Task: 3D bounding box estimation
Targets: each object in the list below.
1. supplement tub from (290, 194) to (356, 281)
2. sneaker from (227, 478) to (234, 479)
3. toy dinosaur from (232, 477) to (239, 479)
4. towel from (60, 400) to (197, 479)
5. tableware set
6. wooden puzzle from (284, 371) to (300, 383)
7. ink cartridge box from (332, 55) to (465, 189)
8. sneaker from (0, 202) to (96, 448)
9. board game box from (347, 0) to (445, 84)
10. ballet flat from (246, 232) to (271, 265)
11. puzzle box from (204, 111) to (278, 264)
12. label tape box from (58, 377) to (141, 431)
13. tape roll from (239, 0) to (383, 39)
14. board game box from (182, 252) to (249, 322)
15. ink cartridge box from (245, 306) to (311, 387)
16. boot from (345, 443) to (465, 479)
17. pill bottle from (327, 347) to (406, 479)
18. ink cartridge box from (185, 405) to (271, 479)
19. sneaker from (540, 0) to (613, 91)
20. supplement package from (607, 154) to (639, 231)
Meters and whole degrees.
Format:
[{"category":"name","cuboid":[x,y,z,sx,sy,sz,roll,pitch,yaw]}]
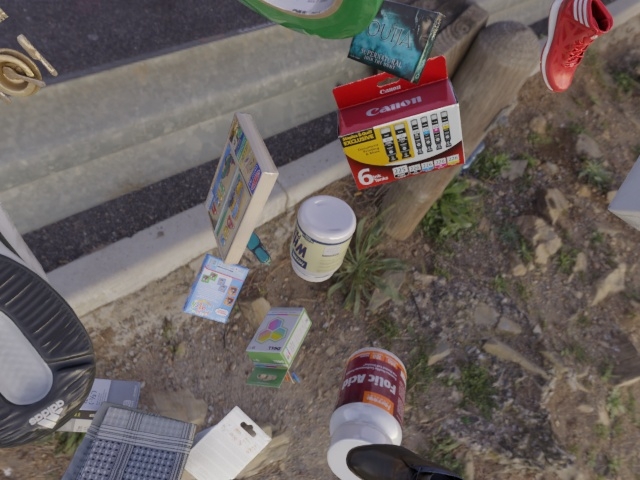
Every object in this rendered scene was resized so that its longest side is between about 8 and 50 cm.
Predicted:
[{"category":"supplement tub","cuboid":[0.000,0.000,1.774,0.235,0.325,0.235,7,49,-8]},{"category":"sneaker","cuboid":[-0.175,0.508,0.576,0.178,0.124,0.295,38,74,24]},{"category":"toy dinosaur","cuboid":[-0.122,0.560,0.816,0.064,0.268,0.118,-37,106,-25]},{"category":"towel","cuboid":[-0.551,0.642,1.217,0.324,0.056,0.312,10,58,6]},{"category":"tableware set","cuboid":[-0.568,-0.325,0.724,0.128,0.194,0.039,-24,42,11]},{"category":"wooden puzzle","cuboid":[-0.108,0.359,1.169,0.014,0.116,0.078,-38,103,-38]},{"category":"ink cartridge box","cuboid":[0.210,-0.306,1.159,0.309,0.272,0.130,-13,48,15]},{"category":"sneaker","cuboid":[-0.415,0.004,0.459,0.169,0.257,0.447,-30,97,-36]},{"category":"board game box","cuboid":[0.141,-0.399,0.848,0.026,0.126,0.186,-6,35,-44]},{"category":"ballet flat","cuboid":[-0.270,0.040,1.864,0.070,0.070,0.188,-20,56,-22]},{"category":"puzzle box","cuboid":[-0.262,-0.150,1.340,0.052,0.409,0.272,-3,51,-34]},{"category":"label tape box","cuboid":[-0.797,0.541,1.406,0.347,0.249,0.115,13,48,-25]},{"category":"tape roll","cuboid":[-0.061,-0.363,0.478,0.321,0.321,0.077,28,89,5]},{"category":"board game box","cuboid":[-0.365,0.170,1.504,0.160,0.039,0.211,24,89,-32]},{"category":"ink cartridge box","cuboid":[-0.115,0.264,1.092,0.109,0.062,0.209,-5,35,30]},{"category":"boot","cuboid":[0.158,0.413,0.767,0.219,0.106,0.082,13,63,2]},{"category":"pill bottle","cuboid":[0.152,0.544,1.365,0.224,0.224,0.392,24,27,3]},{"category":"ink cartridge box","cuboid":[-0.301,0.652,1.352,0.232,0.066,0.189,-44,112,-17]},{"category":"sneaker","cuboid":[0.592,-0.447,0.997,0.087,0.221,0.128,-23,33,-6]},{"category":"supplement package","cuboid":[0.498,-0.042,0.415,0.262,0.199,0.198,30,92,-9]}]
